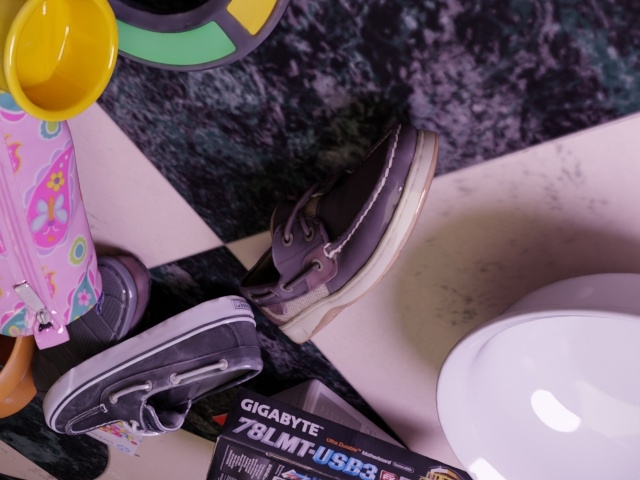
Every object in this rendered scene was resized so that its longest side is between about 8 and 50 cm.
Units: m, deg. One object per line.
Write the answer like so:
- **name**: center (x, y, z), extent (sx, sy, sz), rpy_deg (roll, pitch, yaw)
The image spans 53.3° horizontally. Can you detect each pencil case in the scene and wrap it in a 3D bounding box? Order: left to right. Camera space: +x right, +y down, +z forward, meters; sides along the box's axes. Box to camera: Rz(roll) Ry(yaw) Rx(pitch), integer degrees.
- **pencil case**: center (-0.281, -0.036, 0.586), extent (0.124, 0.124, 0.284), rpy_deg (12, 127, 13)

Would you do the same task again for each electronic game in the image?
- **electronic game**: center (-0.119, -0.213, 0.408), extent (0.229, 0.048, 0.229), rpy_deg (13, 138, 12)

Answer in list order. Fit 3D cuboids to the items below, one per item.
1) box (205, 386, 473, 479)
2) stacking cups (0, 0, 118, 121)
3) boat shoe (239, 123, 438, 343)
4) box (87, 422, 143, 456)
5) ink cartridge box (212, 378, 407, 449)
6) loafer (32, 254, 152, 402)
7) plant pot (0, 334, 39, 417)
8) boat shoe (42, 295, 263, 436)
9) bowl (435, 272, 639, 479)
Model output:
- **box**: center (0.003, 0.322, 0.794), extent (0.293, 0.073, 0.296), rpy_deg (20, 139, 0)
- **stacking cups**: center (-0.297, -0.187, 0.470), extent (0.316, 0.096, 0.096), rpy_deg (26, 141, 19)
- **boat shoe**: center (0.000, 0.000, 0.538), extent (0.092, 0.103, 0.285), rpy_deg (25, 145, -9)
- **box**: center (-0.346, 0.278, 1.037), extent (0.145, 0.038, 0.186), rpy_deg (30, 140, -6)
- **ink cartridge box**: center (0.010, 0.329, 0.903), extent (0.296, 0.066, 0.261), rpy_deg (41, 135, -18)
- **loafer**: center (-0.277, 0.109, 0.803), extent (0.109, 0.095, 0.302), rpy_deg (50, 127, 12)
- **plant pot**: center (-0.478, 0.162, 0.874), extent (0.205, 0.205, 0.188), rpy_deg (18, 154, 7)
- **boat shoe**: center (-0.193, 0.173, 0.727), extent (0.301, 0.102, 0.108), rpy_deg (-28, 153, 15)
- **bowl**: center (0.254, 0.130, 0.507), extent (0.297, 0.134, 0.298), rpy_deg (20, 134, 22)
